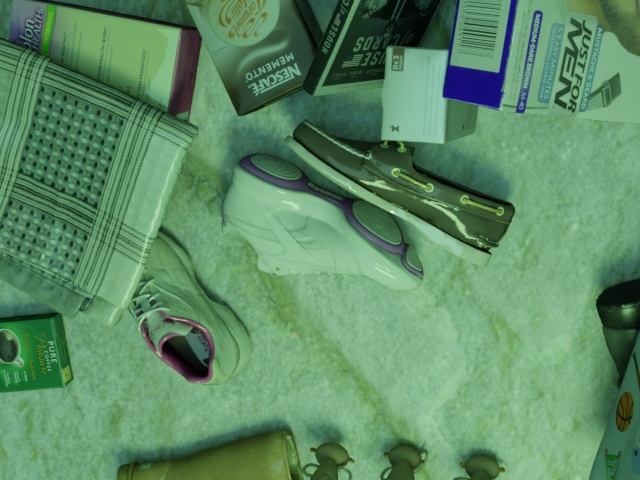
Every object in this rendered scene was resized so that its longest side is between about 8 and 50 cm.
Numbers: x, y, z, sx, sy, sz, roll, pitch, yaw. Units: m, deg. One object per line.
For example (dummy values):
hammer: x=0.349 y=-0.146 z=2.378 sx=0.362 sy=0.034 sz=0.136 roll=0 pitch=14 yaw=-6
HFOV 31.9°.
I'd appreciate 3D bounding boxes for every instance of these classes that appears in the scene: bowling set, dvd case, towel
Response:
bowling set: x=0.109 y=0.400 z=1.603 sx=0.287 sy=0.154 sz=0.200 roll=11 pitch=120 yaw=7
dvd case: x=0.086 y=-0.293 z=1.418 sx=0.029 sy=0.179 sz=0.239 roll=45 pitch=128 yaw=27
towel: x=-0.358 y=-0.069 z=1.513 sx=0.312 sy=0.056 sz=0.324 roll=25 pitch=108 yaw=4

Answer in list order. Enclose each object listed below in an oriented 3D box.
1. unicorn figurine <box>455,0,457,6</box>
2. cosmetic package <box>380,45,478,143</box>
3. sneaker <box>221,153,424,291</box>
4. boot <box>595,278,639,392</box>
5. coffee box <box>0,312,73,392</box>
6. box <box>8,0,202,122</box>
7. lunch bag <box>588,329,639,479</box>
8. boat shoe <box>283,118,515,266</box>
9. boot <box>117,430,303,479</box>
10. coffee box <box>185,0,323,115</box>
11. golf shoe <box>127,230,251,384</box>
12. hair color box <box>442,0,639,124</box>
unicorn figurine: x=0.251 y=-0.318 z=1.474 sx=0.162 sy=0.060 sz=0.111 roll=42 pitch=104 yaw=1
cosmetic package: x=0.145 y=-0.188 z=1.426 sx=0.085 sy=0.231 sz=0.117 roll=5 pitch=101 yaw=15
sneaker: x=0.000 y=0.000 z=1.566 sx=0.305 sy=0.114 sz=0.152 roll=29 pitch=117 yaw=8
boot: x=0.549 y=0.143 z=1.491 sx=0.338 sy=0.118 sz=0.223 roll=-12 pitch=104 yaw=19
coffee box: x=-0.474 y=0.174 z=1.701 sx=0.184 sy=0.040 sz=0.113 roll=-8 pitch=99 yaw=12
box: x=-0.308 y=-0.212 z=1.565 sx=0.243 sy=0.117 sz=0.213 roll=11 pitch=102 yaw=7
lunch bag: x=0.568 y=0.258 z=1.355 sx=0.385 sy=0.239 sz=0.328 roll=13 pitch=110 yaw=-7
boat shoe: x=0.107 y=-0.083 z=1.517 sx=0.324 sy=0.116 sz=0.097 roll=30 pitch=99 yaw=0
boot: x=-0.153 y=0.417 z=1.664 sx=0.269 sy=0.089 sz=0.236 roll=-11 pitch=98 yaw=11
coffee box: x=-0.092 y=-0.311 z=1.517 sx=0.141 sy=0.098 sz=0.246 roll=-24 pitch=95 yaw=14
golf shoe: x=-0.226 y=0.084 z=1.592 sx=0.306 sy=0.140 sz=0.115 roll=44 pitch=106 yaw=2
hair color box: x=0.314 y=-0.241 z=1.348 sx=0.110 sy=0.339 sz=0.185 roll=22 pitch=108 yaw=49
